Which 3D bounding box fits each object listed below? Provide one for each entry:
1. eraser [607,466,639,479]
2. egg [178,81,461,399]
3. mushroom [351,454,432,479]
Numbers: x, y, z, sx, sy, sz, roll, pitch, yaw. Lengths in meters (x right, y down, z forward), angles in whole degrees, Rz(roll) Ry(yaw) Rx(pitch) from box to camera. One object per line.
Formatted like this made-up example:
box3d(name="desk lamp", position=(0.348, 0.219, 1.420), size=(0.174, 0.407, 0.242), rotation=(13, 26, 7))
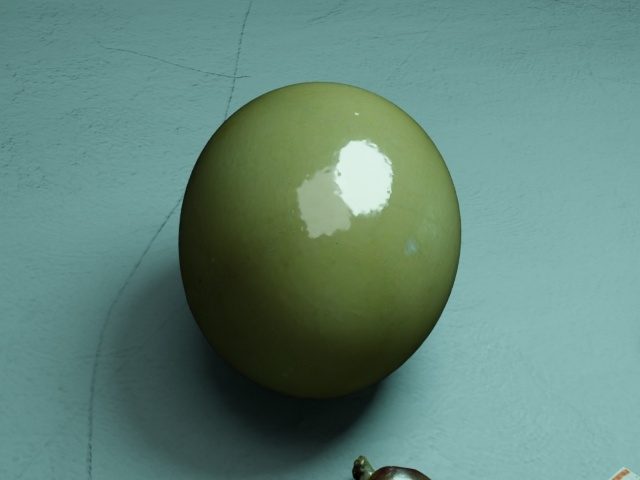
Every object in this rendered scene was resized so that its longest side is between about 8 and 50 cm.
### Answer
box3d(name="eraser", position=(0.333, 0.322, 1.163), size=(0.230, 0.038, 0.157), rotation=(32, 44, 32))
box3d(name="egg", position=(0.000, 0.000, 1.323), size=(0.301, 0.301, 0.374), rotation=(3, 47, -4))
box3d(name="mushroom", position=(0.064, 0.248, 1.196), size=(0.088, 0.073, 0.129), rotation=(-42, 49, -8))
